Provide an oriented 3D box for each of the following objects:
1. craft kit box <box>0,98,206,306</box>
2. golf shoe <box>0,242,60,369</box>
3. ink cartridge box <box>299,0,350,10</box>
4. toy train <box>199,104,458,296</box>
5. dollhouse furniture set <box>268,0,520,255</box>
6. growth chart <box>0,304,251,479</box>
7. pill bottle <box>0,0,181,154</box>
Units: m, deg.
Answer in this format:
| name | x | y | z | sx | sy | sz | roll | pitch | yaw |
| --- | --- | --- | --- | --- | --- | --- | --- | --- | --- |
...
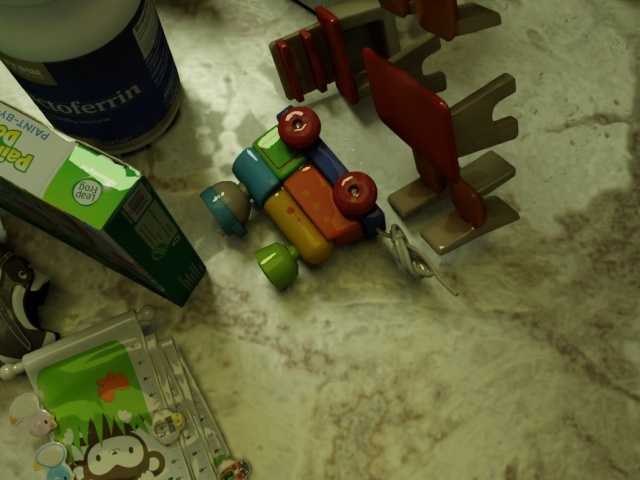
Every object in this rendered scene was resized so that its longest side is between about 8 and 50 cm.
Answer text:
| name | x | y | z | sx | sy | sz | roll | pitch | yaw |
| --- | --- | --- | --- | --- | --- | --- | --- | --- | --- |
| craft kit box | -0.236 | -0.044 | 0.547 | 0.247 | 0.250 | 0.061 | 30 | 75 | 10 |
| golf shoe | -0.315 | 0.030 | 0.615 | 0.094 | 0.077 | 0.198 | -18 | 86 | -11 |
| ink cartridge box | -0.038 | -0.405 | 0.688 | 0.306 | 0.226 | 0.131 | 37 | 74 | 11 |
| toy train | 0.000 | 0.000 | 0.618 | 0.143 | 0.105 | 0.248 | -38 | 75 | -2 |
| dollhouse furniture set | 0.060 | -0.143 | 0.600 | 0.135 | 0.262 | 0.259 | -26 | 39 | -7 |
| growth chart | -0.174 | 0.181 | 0.575 | 0.172 | 0.021 | 0.237 | -32 | 83 | -11 |
| pill bottle | -0.232 | -0.204 | 0.595 | 0.153 | 0.264 | 0.153 | 0 | 71 | 0 |
